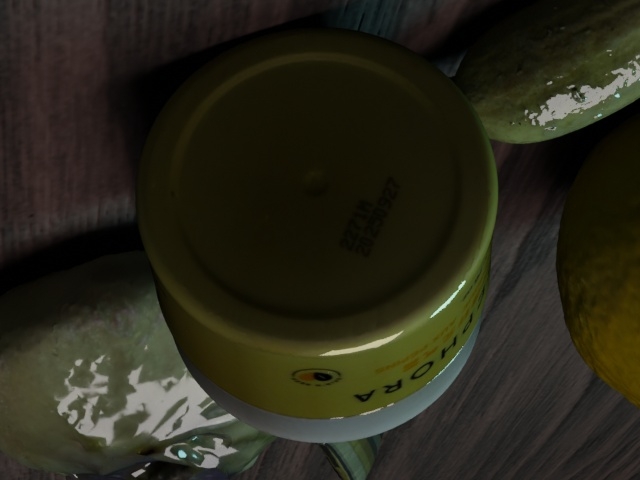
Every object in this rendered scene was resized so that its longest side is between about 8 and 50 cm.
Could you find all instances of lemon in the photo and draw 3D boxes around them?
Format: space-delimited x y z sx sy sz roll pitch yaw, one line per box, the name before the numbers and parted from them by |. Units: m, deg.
lemon | 0.317 0.016 1.389 0.293 0.293 0.293 -18 159 -7

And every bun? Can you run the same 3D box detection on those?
bun | -0.131 0.105 1.341 0.273 0.168 0.273 -10 157 -5

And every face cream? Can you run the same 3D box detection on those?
face cream | 0.000 0.000 1.125 0.218 0.218 0.179 -18 158 -6

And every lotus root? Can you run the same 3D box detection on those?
lotus root | 0.152 -0.114 1.168 0.183 0.090 0.077 -23 -174 11

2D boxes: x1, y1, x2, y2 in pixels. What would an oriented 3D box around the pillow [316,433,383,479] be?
pillow | 0.035 0.081 1.405 0.052 0.212 0.208 9 162 10
